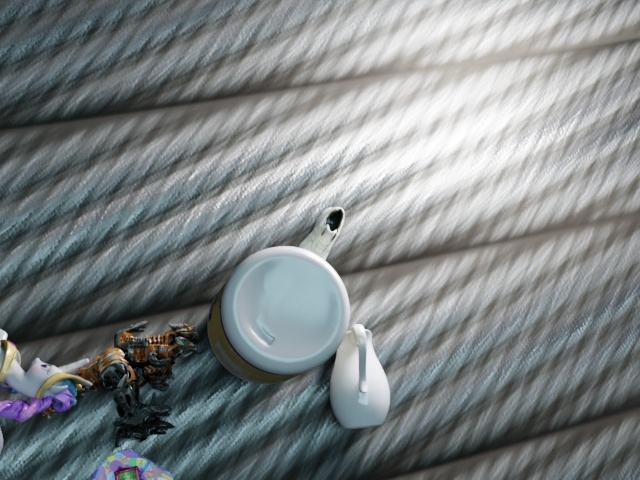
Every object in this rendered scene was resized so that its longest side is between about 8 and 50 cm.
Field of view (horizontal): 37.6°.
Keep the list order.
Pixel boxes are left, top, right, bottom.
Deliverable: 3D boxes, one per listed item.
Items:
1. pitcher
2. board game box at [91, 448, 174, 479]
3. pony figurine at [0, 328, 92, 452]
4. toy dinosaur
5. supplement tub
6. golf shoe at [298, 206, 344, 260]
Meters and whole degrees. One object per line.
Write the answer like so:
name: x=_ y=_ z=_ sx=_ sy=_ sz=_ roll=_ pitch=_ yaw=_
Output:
pitcher: x=0.079 y=0.280 z=1.942 sx=0.126 sy=0.178 sz=0.207 roll=-5 pitch=77 yaw=-4
board game box: x=-0.370 y=0.495 z=1.860 sx=0.169 sy=0.033 sz=0.133 roll=33 pitch=72 yaw=-4
pony figurine: x=-0.654 y=0.277 z=1.731 sx=0.364 sy=0.302 sz=0.351 roll=29 pitch=53 yaw=11
toy dinosaur: x=-0.383 y=0.283 z=1.873 sx=0.322 sy=0.164 sz=0.218 roll=-29 pitch=70 yaw=5
supplement tub: x=-0.094 y=0.157 z=1.849 sx=0.241 sy=0.331 sz=0.240 roll=3 pitch=76 yaw=-13
golf shoe: x=0.000 y=0.000 z=2.040 sx=0.069 sy=0.086 sz=0.176 roll=26 pitch=74 yaw=-8
